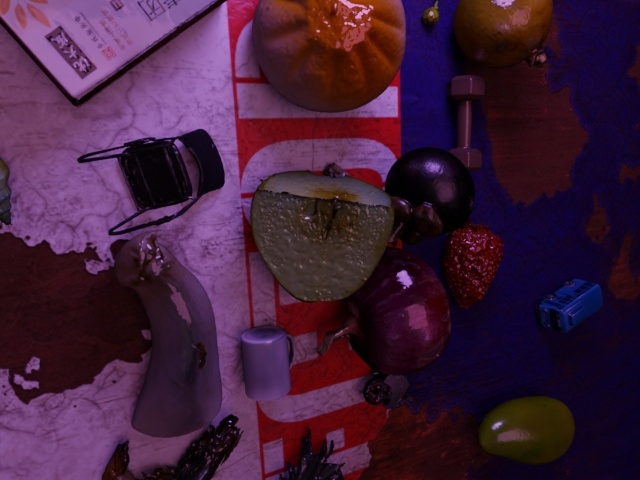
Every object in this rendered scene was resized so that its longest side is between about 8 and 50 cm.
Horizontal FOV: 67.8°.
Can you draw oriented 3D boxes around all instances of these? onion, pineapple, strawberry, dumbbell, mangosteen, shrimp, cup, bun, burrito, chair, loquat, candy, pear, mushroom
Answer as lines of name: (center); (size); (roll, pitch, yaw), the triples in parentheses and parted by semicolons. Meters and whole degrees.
onion: (0.165, 0.139, 1.054); (0.272, 0.256, 0.230); (-31, 129, -43)
pineapple: (-0.060, 0.608, 1.060); (0.166, 0.166, 0.364); (38, 80, -27)
strawberry: (0.389, 0.067, 1.231); (0.175, 0.098, 0.228); (17, 90, -27)
dumbbell: (0.351, -0.281, 1.164); (0.082, 0.092, 0.230); (0, 99, 2)
mangosteen: (0.222, -0.084, 1.062); (0.250, 0.211, 0.211); (-46, 115, -14)
shrimp: (-0.302, 0.444, 0.966); (0.290, 0.054, 0.222); (-46, 115, -4)
cup: (-0.112, 0.254, 1.024); (0.099, 0.136, 0.133); (-3, 101, 8)
bun: (0.020, -0.396, 0.886); (0.299, 0.165, 0.298); (-1, 95, -6)
burrito: (0.082, -0.075, 1.075); (0.058, 0.063, 0.229); (-25, 112, 14)
chair: (-0.287, -0.119, 0.862); (0.145, 0.221, 0.140); (-10, 108, 19)
loquat: (0.426, -0.491, 1.085); (0.213, 0.213, 0.246); (-37, 83, -17)
candy: (0.269, -0.558, 1.113); (0.035, 0.035, 0.122); (28, 76, -38)
pear: (0.000, 0.000, 0.974); (0.293, 0.159, 0.292); (1, 107, 2)
mushroom: (-0.281, 0.176, 0.900); (0.178, 0.126, 0.396); (-4, 104, -18)

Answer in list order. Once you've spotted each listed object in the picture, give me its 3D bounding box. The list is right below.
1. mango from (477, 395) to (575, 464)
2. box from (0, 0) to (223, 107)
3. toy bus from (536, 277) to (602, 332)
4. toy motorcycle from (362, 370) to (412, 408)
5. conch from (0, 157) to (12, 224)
mango: (0.594, 0.556, 1.385); (0.343, 0.156, 0.192); (3, 88, -24)
box: (-0.382, -0.472, 0.741); (0.344, 0.122, 0.385); (-44, 114, -15)
toy bus: (0.747, 0.196, 1.430); (0.185, 0.106, 0.090); (-27, 112, -21)
toy motorcycle: (0.201, 0.334, 1.193); (0.215, 0.080, 0.122); (-47, 115, -17)
conch: (-0.549, -0.111, 0.744); (0.095, 0.079, 0.200); (-37, 96, -3)
